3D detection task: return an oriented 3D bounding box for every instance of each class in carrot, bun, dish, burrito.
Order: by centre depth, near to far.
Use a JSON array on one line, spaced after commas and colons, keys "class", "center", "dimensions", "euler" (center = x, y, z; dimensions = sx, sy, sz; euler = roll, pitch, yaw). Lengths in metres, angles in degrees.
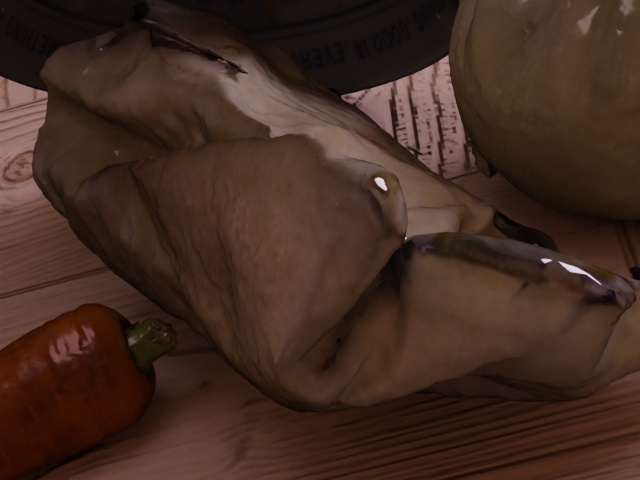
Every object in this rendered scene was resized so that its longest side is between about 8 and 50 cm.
[{"class": "burrito", "center": [-0.003, 0.000, 0.783], "dimensions": [0.135, 0.190, 0.332], "euler": [-59, 31, 4]}, {"class": "carrot", "center": [-0.178, 0.104, 0.807], "dimensions": [0.257, 0.061, 0.061], "euler": [-31, 31, -6]}, {"class": "bun", "center": [0.186, -0.116, 0.857], "dimensions": [0.259, 0.160, 0.259], "euler": [-11, 31, 7]}, {"class": "dish", "center": [-0.059, -0.170, 0.955], "dimensions": [0.273, 0.134, 0.273], "euler": [-3, -11, -1]}]
